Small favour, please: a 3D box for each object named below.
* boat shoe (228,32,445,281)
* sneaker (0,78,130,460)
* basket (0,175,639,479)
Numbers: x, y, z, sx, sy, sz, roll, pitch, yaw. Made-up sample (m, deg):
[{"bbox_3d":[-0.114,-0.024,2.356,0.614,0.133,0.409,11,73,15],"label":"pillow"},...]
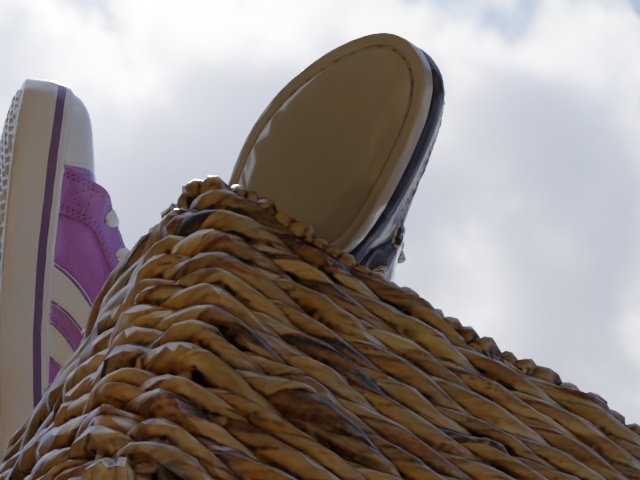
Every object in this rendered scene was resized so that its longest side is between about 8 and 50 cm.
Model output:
[{"bbox_3d":[0.000,0.000,0.802,0.075,0.065,0.206,52,-56,33],"label":"boat shoe"},{"bbox_3d":[-0.096,0.057,1.008,0.161,0.102,0.282,-1,-88,-14],"label":"sneaker"},{"bbox_3d":[0.011,0.161,0.705,0.213,0.299,0.223,-54,-167,25],"label":"basket"}]
